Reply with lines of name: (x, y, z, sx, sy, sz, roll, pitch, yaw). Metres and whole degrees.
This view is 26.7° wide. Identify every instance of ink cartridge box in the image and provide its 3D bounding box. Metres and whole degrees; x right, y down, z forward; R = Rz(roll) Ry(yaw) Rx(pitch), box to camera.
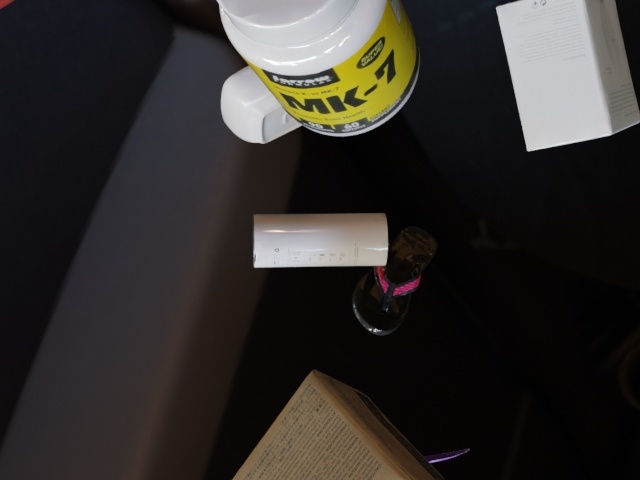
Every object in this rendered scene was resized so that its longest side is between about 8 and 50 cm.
ink cartridge box: (-0.004, 0.266, 1.202, 0.235, 0.088, 0.193, -54, 40, 7)

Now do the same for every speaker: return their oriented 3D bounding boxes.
speaker: (0.000, 0.000, 1.353, 0.136, 0.055, 0.055, -1, 61, -3)

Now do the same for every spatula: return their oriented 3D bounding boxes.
spatula: (0.054, 0.328, 1.747, 0.296, 0.084, 0.030, -31, 79, 17)

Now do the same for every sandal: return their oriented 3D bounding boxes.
sandal: (0.091, 0.038, 1.595, 0.179, 0.067, 0.040, -57, -4, -40)

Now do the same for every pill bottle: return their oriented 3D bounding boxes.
pill bottle: (-0.003, -0.158, 0.956, 0.119, 0.208, 0.119, -3, 76, 13)

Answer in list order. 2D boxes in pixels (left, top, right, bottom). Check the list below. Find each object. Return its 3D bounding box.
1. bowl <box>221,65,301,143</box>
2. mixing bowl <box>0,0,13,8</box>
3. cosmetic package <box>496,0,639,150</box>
bowl: (-0.039, -0.163, 1.516, 0.142, 0.142, 0.053, -27, 77, -11)
mixing bowl: (-0.173, -0.167, 0.601, 0.098, 0.181, 0.181, 8, 73, 20)
cosmetic package: (0.381, -0.265, 2.054, 0.138, 0.224, 0.225, -12, 94, 25)
